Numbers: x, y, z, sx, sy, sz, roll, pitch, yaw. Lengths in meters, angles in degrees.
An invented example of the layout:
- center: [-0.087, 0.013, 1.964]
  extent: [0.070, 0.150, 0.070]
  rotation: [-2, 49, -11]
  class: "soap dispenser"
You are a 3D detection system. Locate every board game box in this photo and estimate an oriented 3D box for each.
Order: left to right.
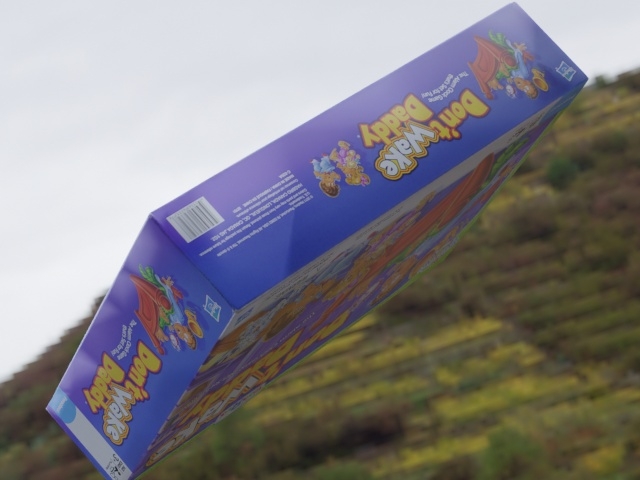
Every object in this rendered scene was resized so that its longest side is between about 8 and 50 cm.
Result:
- center: [0.000, 0.000, 1.159]
  extent: [0.347, 0.078, 0.233]
  rotation: [-33, -14, -38]
  class: "board game box"
